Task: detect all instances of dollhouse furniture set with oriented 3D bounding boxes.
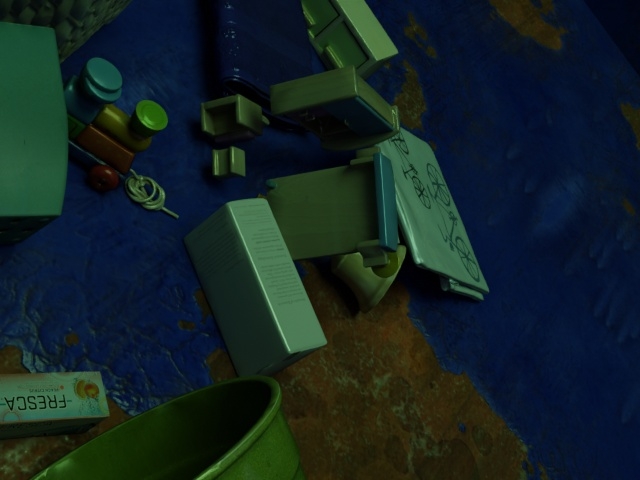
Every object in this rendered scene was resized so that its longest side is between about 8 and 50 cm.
[{"bbox_3d":[-0.008,-0.069,1.588,0.198,0.286,0.303,28,55,-63],"label":"dollhouse furniture set"}]

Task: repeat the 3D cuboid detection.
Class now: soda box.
[{"bbox_3d":[-0.332,0.185,1.165,0.183,0.063,0.058,5,60,-43],"label":"soda box"}]

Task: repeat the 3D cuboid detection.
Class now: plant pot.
[{"bbox_3d":[-0.128,0.381,1.047,0.366,0.366,0.353,-37,104,-52],"label":"plant pot"},{"bbox_3d":[-0.404,-0.119,1.244,0.165,0.165,0.234,-2,73,-47],"label":"plant pot"}]

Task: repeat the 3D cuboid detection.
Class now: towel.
[{"bbox_3d":[-0.106,-0.337,1.779,0.227,0.076,0.308,24,47,-43],"label":"towel"}]

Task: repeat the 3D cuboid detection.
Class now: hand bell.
[{"bbox_3d":[0.000,0.000,1.634,0.242,0.126,0.126,32,42,-9],"label":"hand bell"}]

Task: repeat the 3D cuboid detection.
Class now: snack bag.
[{"bbox_3d":[0.176,-0.060,1.811,0.342,0.037,0.323,20,48,-61],"label":"snack bag"}]

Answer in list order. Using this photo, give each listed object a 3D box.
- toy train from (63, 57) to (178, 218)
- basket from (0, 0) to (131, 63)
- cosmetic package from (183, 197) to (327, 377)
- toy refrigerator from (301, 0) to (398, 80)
[{"bbox_3d":[-0.253,-0.135,1.414,0.248,0.143,0.105,35,43,-23],"label":"toy train"},{"bbox_3d":[-0.373,-0.438,1.377,0.328,0.331,0.266,44,45,-13],"label":"basket"},{"bbox_3d":[-0.093,0.068,1.455,0.085,0.117,0.231,-10,71,-47],"label":"cosmetic package"},{"bbox_3d":[0.017,-0.424,1.939,0.269,0.102,0.094,57,38,1],"label":"toy refrigerator"}]
